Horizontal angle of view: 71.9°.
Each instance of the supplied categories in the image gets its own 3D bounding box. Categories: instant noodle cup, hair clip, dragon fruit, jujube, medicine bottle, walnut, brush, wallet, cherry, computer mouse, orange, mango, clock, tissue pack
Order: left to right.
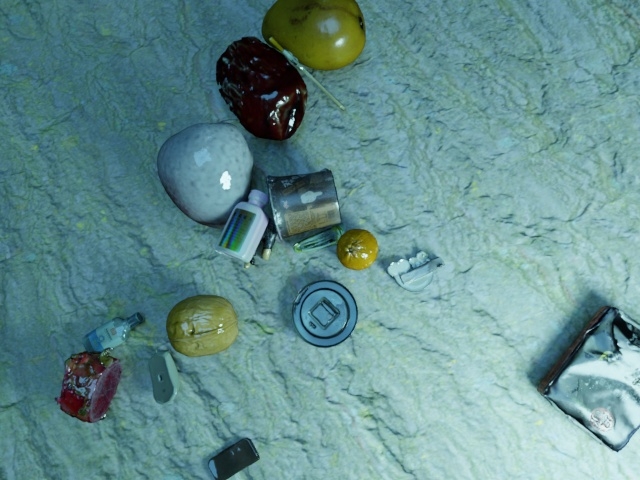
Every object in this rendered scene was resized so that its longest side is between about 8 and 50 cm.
[{"bbox_3d":[-0.731,0.439,1.388,0.147,0.211,0.282,13,111,1],"label":"dragon fruit"},{"bbox_3d":[-0.696,0.312,1.489,0.209,0.053,0.090,-31,77,2],"label":"medicine bottle"},{"bbox_3d":[-0.508,0.439,1.436,0.089,0.056,0.181,-24,71,5],"label":"computer mouse"},{"bbox_3d":[-0.370,0.268,1.384,0.226,0.193,0.193,-2,79,6],"label":"walnut"},{"bbox_3d":[-0.351,-0.221,1.416,0.326,0.291,0.334,-39,74,32],"label":"cherry"},{"bbox_3d":[-0.271,0.682,1.372,0.157,0.018,0.082,-33,77,2],"label":"wallet"},{"bbox_3d":[-0.226,-0.048,1.349,0.115,0.078,0.219,17,76,28],"label":"medicine bottle"},{"bbox_3d":[-0.197,-0.509,1.473,0.258,0.258,0.376,-36,78,1],"label":"jujube"},{"bbox_3d":[-0.049,-0.120,1.398,0.208,0.217,0.217,-10,78,0],"label":"instant noodle cup"},{"bbox_3d":[-0.039,-0.554,1.473,0.337,0.085,0.020,39,106,-20],"label":"brush"},{"bbox_3d":[-0.024,-0.720,1.496,0.378,0.221,0.263,18,89,20],"label":"mango"},{"bbox_3d":[0.000,0.000,1.450,0.189,0.033,0.060,-20,79,2],"label":"hair clip"},{"bbox_3d":[0.014,0.231,1.400,0.215,0.042,0.214,-1,80,8],"label":"clock"},{"bbox_3d":[0.115,0.027,1.385,0.136,0.117,0.135,0,84,3],"label":"orange"},{"bbox_3d":[0.301,0.098,1.378,0.172,0.049,0.116,-26,72,6],"label":"hair clip"},{"bbox_3d":[0.793,0.370,1.212,0.245,0.123,0.332,40,88,11],"label":"tissue pack"}]

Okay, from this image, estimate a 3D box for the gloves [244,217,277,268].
[{"bbox_3d":[-0.221,0.003,1.444,0.106,0.129,0.180,22,78,21],"label":"gloves"}]
